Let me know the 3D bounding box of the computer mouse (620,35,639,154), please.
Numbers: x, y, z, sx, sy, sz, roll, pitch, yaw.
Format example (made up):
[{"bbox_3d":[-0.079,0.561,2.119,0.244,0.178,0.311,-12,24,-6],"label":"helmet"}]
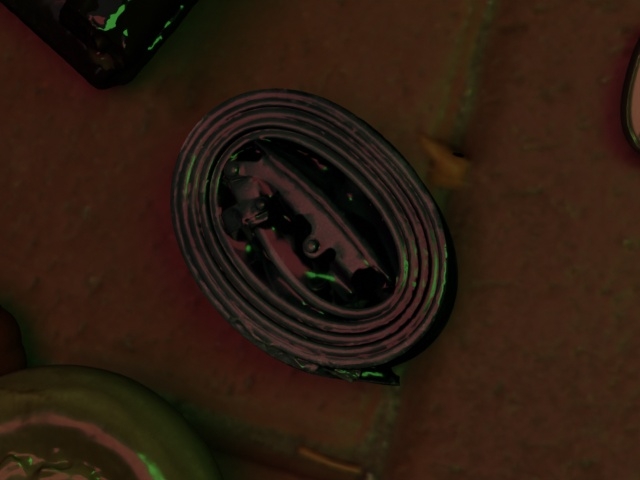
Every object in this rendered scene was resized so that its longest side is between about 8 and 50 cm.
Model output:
[{"bbox_3d":[0.210,-0.091,0.668,0.066,0.039,0.096,15,98,16],"label":"computer mouse"}]

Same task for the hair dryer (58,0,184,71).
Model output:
[{"bbox_3d":[0.035,-0.205,0.618,0.359,0.120,0.303,19,71,36],"label":"hair dryer"}]

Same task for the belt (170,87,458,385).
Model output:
[{"bbox_3d":[0.000,0.000,0.696,0.141,0.082,0.190,-46,76,5],"label":"belt"}]

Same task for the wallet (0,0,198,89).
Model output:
[{"bbox_3d":[-0.200,-0.257,0.783,0.321,0.044,0.170,41,87,10],"label":"wallet"}]

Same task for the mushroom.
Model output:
[{"bbox_3d":[-0.155,0.178,0.658,0.207,0.215,0.207,0,93,2],"label":"mushroom"}]

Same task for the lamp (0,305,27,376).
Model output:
[{"bbox_3d":[-0.245,0.079,0.752,0.107,0.092,0.107,-2,98,-18],"label":"lamp"}]
